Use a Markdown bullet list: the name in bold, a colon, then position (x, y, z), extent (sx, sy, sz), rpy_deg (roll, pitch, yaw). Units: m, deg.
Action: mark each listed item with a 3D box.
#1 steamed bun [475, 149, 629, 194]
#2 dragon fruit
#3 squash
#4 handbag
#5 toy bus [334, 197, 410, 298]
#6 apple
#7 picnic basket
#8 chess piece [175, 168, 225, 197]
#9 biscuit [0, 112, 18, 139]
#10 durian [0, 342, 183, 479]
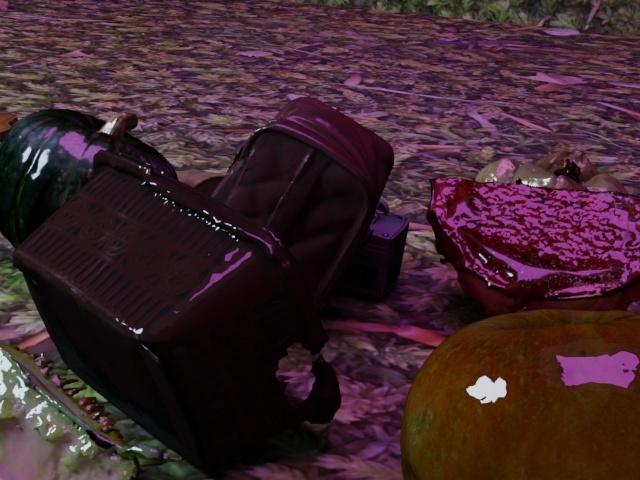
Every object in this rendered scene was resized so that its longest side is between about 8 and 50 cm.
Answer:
- **steamed bun**: position (0.286, -0.050, 1.425), extent (0.178, 0.106, 0.192), rpy_deg (-11, 27, -29)
- **dragon fruit**: position (0.238, 0.023, 1.188), extent (0.262, 0.163, 0.189), rpy_deg (3, -13, 9)
- **squash**: position (-0.253, -0.053, 1.251), extent (0.218, 0.172, 0.218), rpy_deg (4, 23, -2)
- **handbag**: position (-0.031, -0.022, 1.143), extent (0.146, 0.225, 0.135), rpy_deg (32, 25, -1)
- **toy bus**: position (0.000, 0.000, 1.268), extent (0.178, 0.098, 0.087), rpy_deg (13, 24, 16)
- **apple**: position (0.173, 0.153, 0.784), extent (0.237, 0.207, 0.237), rpy_deg (-1, 2, 0)
- **picnic basket**: position (-0.133, 0.065, 0.965), extent (0.129, 0.222, 0.297), rpy_deg (-36, 39, -25)
- **chess piece**: position (-0.165, -0.053, 1.413), extent (0.090, 0.090, 0.200), rpy_deg (-8, 17, -28)
- **biscuit**: position (-0.507, -0.176, 1.740), extent (0.118, 0.023, 0.140), rpy_deg (-16, 28, -40)
- **durian**: position (-0.204, 0.159, 0.826), extent (0.221, 0.095, 0.137), rpy_deg (24, 65, 39)
